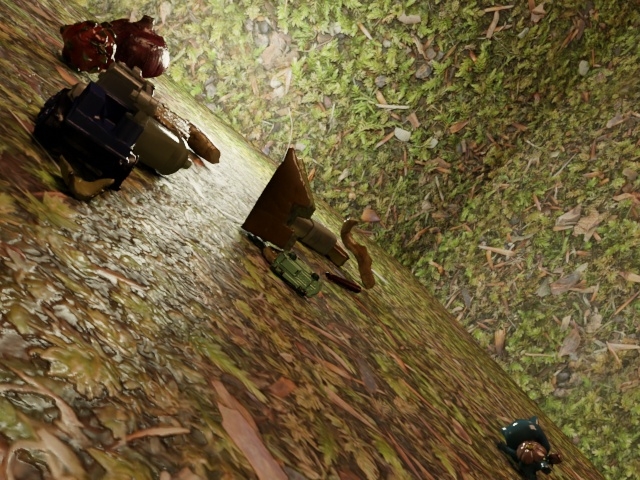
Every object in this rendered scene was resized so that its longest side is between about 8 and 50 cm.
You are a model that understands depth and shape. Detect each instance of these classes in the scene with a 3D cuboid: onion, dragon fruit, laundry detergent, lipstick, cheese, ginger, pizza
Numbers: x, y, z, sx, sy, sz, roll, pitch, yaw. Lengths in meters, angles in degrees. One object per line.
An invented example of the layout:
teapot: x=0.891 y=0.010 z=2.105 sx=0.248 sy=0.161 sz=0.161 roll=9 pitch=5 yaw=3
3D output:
onion: x=-0.644 y=-0.691 z=2.264 sx=0.252 sy=0.219 sz=0.252 roll=32 pitch=12 yaw=-8
dragon fruit: x=-0.608 y=-0.511 z=1.694 sx=0.135 sy=0.137 sz=0.236 roll=1 pitch=18 yaw=-14
laundry detergent: x=-0.370 y=-0.217 z=1.346 sx=0.181 sy=0.091 sz=0.253 roll=40 pitch=5 yaw=41
lipstick: x=0.067 y=0.123 z=1.874 sx=0.027 sy=0.027 sz=0.176 roll=46 pitch=10 yaw=36
cheese: x=-0.335 y=-0.083 z=0.919 sx=0.084 sy=0.041 sz=0.060 roll=17 pitch=15 yaw=-46
lipstick: x=-0.053 y=-0.039 z=2.007 sx=0.253 sy=0.079 sz=0.077 roll=31 pitch=14 yaw=-49
ginger: x=0.133 y=0.045 z=2.164 sx=0.089 sy=0.075 sz=0.288 roll=-50 pitch=126 yaw=-48
ginger: x=-0.373 y=-0.300 z=1.929 sx=0.190 sy=0.069 sz=0.095 roll=38 pitch=30 yaw=-29
pizza: x=-0.455 y=-0.337 z=1.696 sx=0.251 sy=0.074 sz=0.288 roll=39 pitch=6 yaw=-17

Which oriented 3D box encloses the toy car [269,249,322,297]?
toy car: x=-0.051 y=0.076 z=1.405 sx=0.122 sy=0.059 sz=0.035 roll=43 pitch=-23 yaw=-2

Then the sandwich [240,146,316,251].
sandwich: x=-0.077 y=-0.096 z=1.554 sx=0.128 sy=0.236 sz=0.122 roll=27 pitch=-7 yaw=12

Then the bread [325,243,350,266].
bread: x=0.000 y=0.000 z=2.168 sx=0.226 sy=0.049 sz=0.088 roll=42 pitch=8 yaw=9

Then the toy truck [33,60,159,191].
toy truck: x=-0.348 y=-0.205 z=1.043 sx=0.161 sy=0.177 sz=0.213 roll=36 pitch=9 yaw=-29

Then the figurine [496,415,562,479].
figurine: x=0.516 y=0.523 z=1.558 sx=0.144 sy=0.114 sz=0.178 roll=47 pitch=17 yaw=-15

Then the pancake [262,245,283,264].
pancake: x=-0.076 y=0.062 z=1.484 sx=0.139 sy=0.022 sz=0.139 roll=41 pitch=8 yaw=-7
